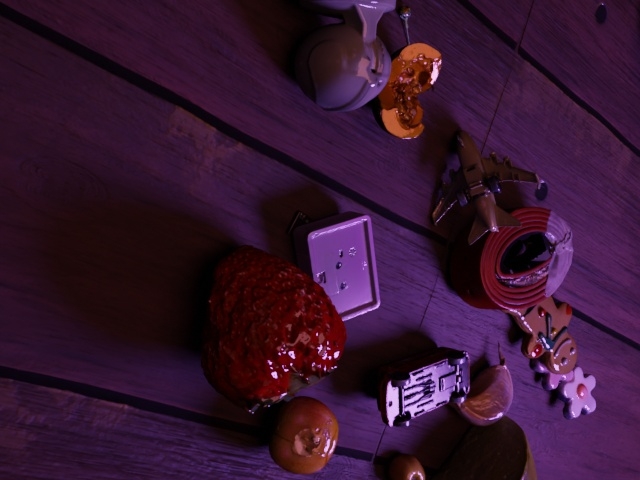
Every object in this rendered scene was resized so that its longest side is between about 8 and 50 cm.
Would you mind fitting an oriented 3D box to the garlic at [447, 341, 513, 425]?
[{"bbox_3d":[0.402,0.356,1.637,0.198,0.090,0.128,-42,106,-18],"label":"garlic"}]

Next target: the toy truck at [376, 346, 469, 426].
[{"bbox_3d":[0.210,0.309,1.475,0.252,0.114,0.107,-11,104,-35],"label":"toy truck"}]

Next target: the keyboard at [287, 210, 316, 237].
[{"bbox_3d":[0.000,0.000,1.344,0.155,0.010,0.053,35,78,-34],"label":"keyboard"}]

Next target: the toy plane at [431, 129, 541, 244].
[{"bbox_3d":[0.339,-0.127,1.476,0.104,0.242,0.256,8,62,-62],"label":"toy plane"}]

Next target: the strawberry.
[{"bbox_3d":[-0.093,0.139,1.173,0.257,0.257,0.277,-19,77,-32],"label":"strawberry"}]

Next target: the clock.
[{"bbox_3d":[0.031,0.055,1.331,0.150,0.063,0.197,-18,110,-28],"label":"clock"}]

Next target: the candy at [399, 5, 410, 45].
[{"bbox_3d":[0.178,-0.439,1.403,0.023,0.025,0.083,-16,118,-4],"label":"candy"}]

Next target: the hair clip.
[{"bbox_3d":[0.652,0.366,1.825,0.146,0.075,0.257,-43,114,-17],"label":"hair clip"}]

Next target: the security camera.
[{"bbox_3d":[0.045,-0.369,1.216,0.197,0.191,0.277,-7,104,-40],"label":"security camera"}]

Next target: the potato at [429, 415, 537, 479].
[{"bbox_3d":[0.421,0.629,1.611,0.330,0.212,0.280,-44,118,-20],"label":"potato"}]

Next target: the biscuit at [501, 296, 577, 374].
[{"bbox_3d":[0.569,0.212,1.724,0.197,0.049,0.301,-38,107,-23],"label":"biscuit"}]

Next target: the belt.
[{"bbox_3d":[0.451,0.033,1.583,0.324,0.115,0.227,-26,101,-29],"label":"belt"}]

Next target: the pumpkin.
[{"bbox_3d":[0.161,-0.295,1.356,0.119,0.107,0.183,18,94,-28],"label":"pumpkin"}]

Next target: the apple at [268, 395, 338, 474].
[{"bbox_3d":[-0.028,0.371,1.299,0.146,0.146,0.146,-6,100,-34],"label":"apple"}]

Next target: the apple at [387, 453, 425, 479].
[{"bbox_3d":[0.193,0.518,1.518,0.084,0.071,0.084,-4,97,-34],"label":"apple"}]
